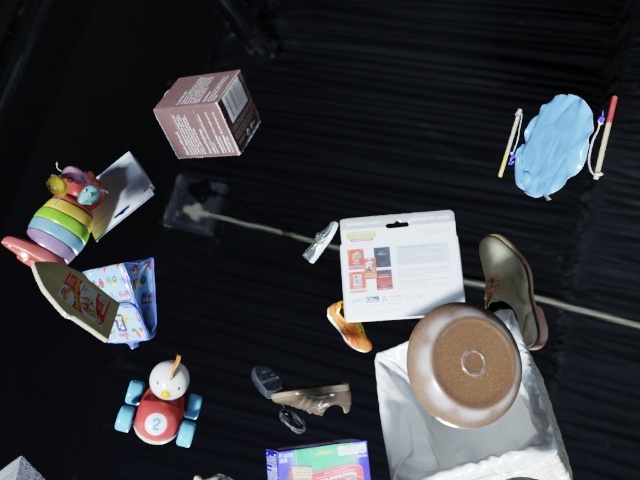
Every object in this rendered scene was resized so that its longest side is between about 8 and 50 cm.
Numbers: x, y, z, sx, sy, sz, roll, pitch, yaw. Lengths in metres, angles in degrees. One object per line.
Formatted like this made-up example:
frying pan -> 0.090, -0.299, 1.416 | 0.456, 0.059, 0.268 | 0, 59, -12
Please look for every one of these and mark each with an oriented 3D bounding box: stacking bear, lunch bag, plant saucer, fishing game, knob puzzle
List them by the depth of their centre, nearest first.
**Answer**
plant saucer -> 0.232, 0.191, 1.041 | 0.036, 0.199, 0.198 | 135, 154, -70
fishing game -> 0.407, -0.160, 1.158 | 0.264, 0.041, 0.189 | -174, 99, -69
knob puzzle -> -0.495, 0.112, 1.329 | 0.030, 0.213, 0.213 | -45, -16, 8
stacking bear -> -0.703, -0.060, 1.841 | 0.175, 0.164, 0.288 | 95, -162, -67
lunch bag -> -0.664, 0.223, 2.286 | 0.138, 0.221, 0.293 | -13, -88, -57

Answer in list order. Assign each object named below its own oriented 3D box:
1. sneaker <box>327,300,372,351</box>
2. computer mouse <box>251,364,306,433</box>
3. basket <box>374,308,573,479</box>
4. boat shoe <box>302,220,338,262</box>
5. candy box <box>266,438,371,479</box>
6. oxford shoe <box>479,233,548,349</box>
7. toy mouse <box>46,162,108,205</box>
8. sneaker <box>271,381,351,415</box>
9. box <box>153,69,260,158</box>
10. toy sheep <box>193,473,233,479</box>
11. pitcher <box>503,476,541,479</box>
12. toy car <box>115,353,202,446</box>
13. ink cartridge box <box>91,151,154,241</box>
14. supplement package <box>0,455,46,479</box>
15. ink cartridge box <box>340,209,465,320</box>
sneaker -> 0.091, 0.247, 1.885 | 0.175, 0.067, 0.064 | 48, -146, -14
computer mouse -> -0.119, 0.442, 1.854 | 0.071, 0.242, 0.041 | -7, -46, -39
basket -> 0.324, 0.382, 1.409 | 0.266, 0.329, 0.331 | 51, -156, -39
boat shoe -> 0.000, 0.000, 1.928 | 0.142, 0.040, 0.049 | -56, 12, 9
candy box -> 0.001, 0.721, 1.828 | 0.122, 0.268, 0.316 | 148, 119, -68
oxford shoe -> 0.575, 0.150, 2.082 | 0.140, 0.147, 0.396 | -47, 51, 43
toy mouse -> -0.535, -0.126, 1.490 | 0.143, 0.161, 0.031 | 7, -55, -41
sneaker -> -0.022, 0.366, 1.517 | 0.066, 0.189, 0.071 | 2, -102, -71
box -> -0.301, -0.339, 1.807 | 0.168, 0.203, 0.167 | -67, -34, -41
toy sheep -> -0.168, 0.440, 1.124 | 0.091, 0.132, 0.091 | -44, -27, -30
pitcher -> 0.274, 0.418, 0.880 | 0.125, 0.178, 0.207 | 54, -179, -13
toy car -> -0.444, 0.437, 1.920 | 0.210, 0.219, 0.237 | -87, 16, -59
ink cartridge box -> -0.602, -0.125, 1.975 | 0.223, 0.224, 0.045 | -38, -37, 1
supplement package -> -0.809, 0.703, 1.753 | 0.134, 0.244, 0.139 | -37, -73, -10
ink cartridge box -> 0.211, 0.072, 1.776 | 0.130, 0.310, 0.271 | 71, -164, -81
